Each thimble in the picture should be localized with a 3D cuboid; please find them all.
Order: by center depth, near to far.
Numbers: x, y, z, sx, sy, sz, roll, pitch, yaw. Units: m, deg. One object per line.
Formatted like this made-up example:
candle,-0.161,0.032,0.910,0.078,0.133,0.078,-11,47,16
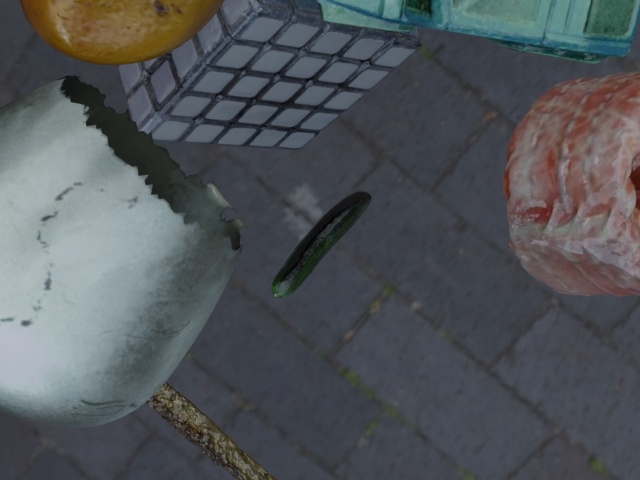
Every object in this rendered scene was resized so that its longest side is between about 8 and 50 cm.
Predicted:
thimble,0.308,-0.058,1.487,0.162,0.239,0.239,4,115,45

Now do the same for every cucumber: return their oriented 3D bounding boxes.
cucumber,0.000,0.000,1.648,0.036,0.184,0.033,30,152,20

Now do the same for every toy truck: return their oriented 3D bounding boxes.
toy truck,0.132,-0.238,1.194,0.278,0.156,0.155,7,108,-12

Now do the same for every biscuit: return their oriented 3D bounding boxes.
biscuit,-0.118,0.176,1.346,0.237,0.131,0.026,37,78,22

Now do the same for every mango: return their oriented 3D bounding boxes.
mango,-0.095,-0.156,0.733,0.115,0.089,0.165,26,139,-17

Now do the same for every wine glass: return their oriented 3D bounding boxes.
wine glass,-0.216,0.057,0.988,0.323,0.238,0.238,-44,91,9

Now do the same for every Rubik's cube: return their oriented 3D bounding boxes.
Rubik's cube,-0.075,-0.251,1.505,0.238,0.237,0.237,-40,61,42
